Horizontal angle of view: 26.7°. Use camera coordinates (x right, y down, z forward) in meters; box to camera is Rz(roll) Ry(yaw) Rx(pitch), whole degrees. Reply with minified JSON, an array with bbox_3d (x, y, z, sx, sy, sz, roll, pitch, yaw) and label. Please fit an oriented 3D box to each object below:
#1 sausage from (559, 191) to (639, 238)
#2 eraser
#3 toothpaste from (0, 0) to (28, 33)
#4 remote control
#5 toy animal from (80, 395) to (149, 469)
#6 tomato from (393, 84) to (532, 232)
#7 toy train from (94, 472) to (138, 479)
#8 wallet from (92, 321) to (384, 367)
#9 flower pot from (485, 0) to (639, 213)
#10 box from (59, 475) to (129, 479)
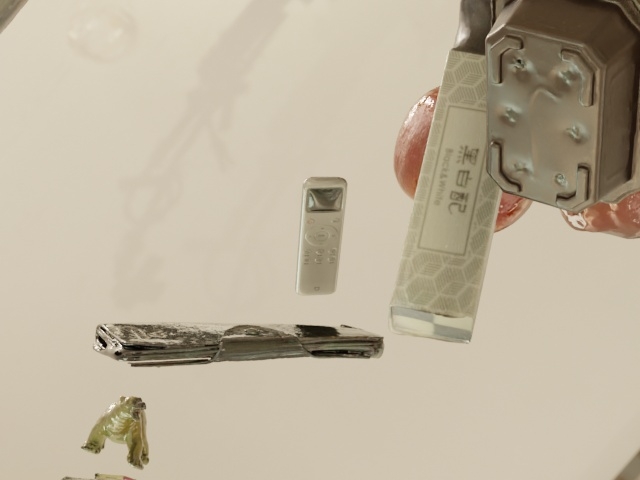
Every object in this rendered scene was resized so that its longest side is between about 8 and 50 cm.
[{"bbox_3d":[0.398,-0.078,1.587,0.280,0.152,0.152,-3,-161,-20],"label":"sausage"},{"bbox_3d":[0.165,-0.086,1.537,0.096,0.403,0.098,12,159,9],"label":"eraser"},{"bbox_3d":[-0.301,-0.174,1.122,0.066,0.100,0.323,36,-134,-16],"label":"toothpaste"},{"bbox_3d":[0.000,0.000,2.044,0.261,0.067,0.029,95,170,-49],"label":"remote control"},{"bbox_3d":[-0.292,0.275,2.001,0.103,0.101,0.218,19,173,-1],"label":"toy animal"},{"bbox_3d":[0.206,-0.125,1.964,0.233,0.200,0.139,29,-171,20],"label":"tomato"},{"bbox_3d":[-0.227,0.305,1.377,0.087,0.138,0.050,-2,151,31],"label":"toy train"},{"bbox_3d":[-0.094,0.118,1.568,0.318,0.045,0.172,2,-179,-20],"label":"wallet"},{"bbox_3d":[0.231,-0.131,1.324,0.179,0.084,0.250,19,135,29],"label":"flower pot"},{"bbox_3d":[-0.244,0.323,1.123,0.155,0.231,0.149,-13,107,56],"label":"box"}]
